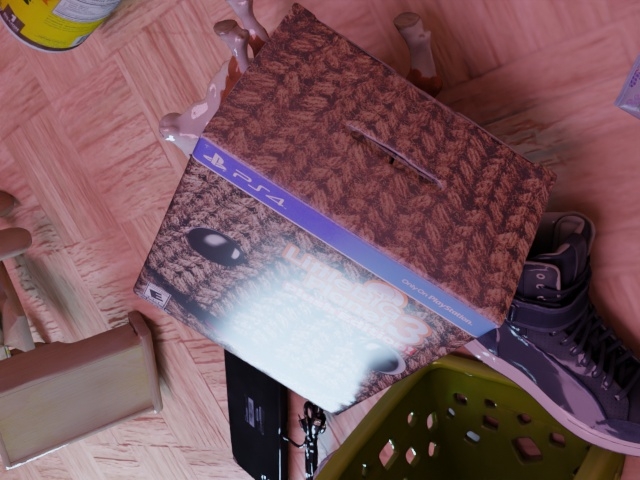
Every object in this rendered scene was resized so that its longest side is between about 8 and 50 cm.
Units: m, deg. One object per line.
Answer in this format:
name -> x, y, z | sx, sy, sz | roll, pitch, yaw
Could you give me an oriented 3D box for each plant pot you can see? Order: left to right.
plant pot -> 0.154, 0.272, 0.771 | 0.228, 0.227, 0.207 | 13, 131, 38

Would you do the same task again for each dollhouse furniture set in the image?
dollhouse furniture set -> -0.465, 0.150, 1.347 | 0.394, 0.256, 0.362 | 44, 144, 45

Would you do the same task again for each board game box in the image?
board game box -> 0.000, 0.000, 0.655 | 0.232, 0.141, 0.291 | 32, 149, -5

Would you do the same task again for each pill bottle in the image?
pill bottle -> -0.264, -0.295, 0.855 | 0.215, 0.117, 0.117 | -21, 102, 49

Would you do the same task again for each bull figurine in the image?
bull figurine -> -0.024, -0.125, 0.736 | 0.310, 0.101, 0.188 | 14, 142, 25

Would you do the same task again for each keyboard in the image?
keyboard -> -0.061, 0.256, 1.114 | 0.201, 0.033, 0.317 | 32, 137, 34

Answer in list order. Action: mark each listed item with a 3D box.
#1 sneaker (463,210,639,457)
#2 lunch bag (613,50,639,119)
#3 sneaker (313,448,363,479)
sneaker -> 0.221, 0.074, 0.654 | 0.226, 0.086, 0.163 | 31, 140, 23
lunch bag -> 0.250, -0.113, 0.530 | 0.071, 0.053, 0.083 | 37, 147, 23
sneaker -> 0.090, 0.360, 1.000 | 0.237, 0.085, 0.086 | 43, 132, 9
